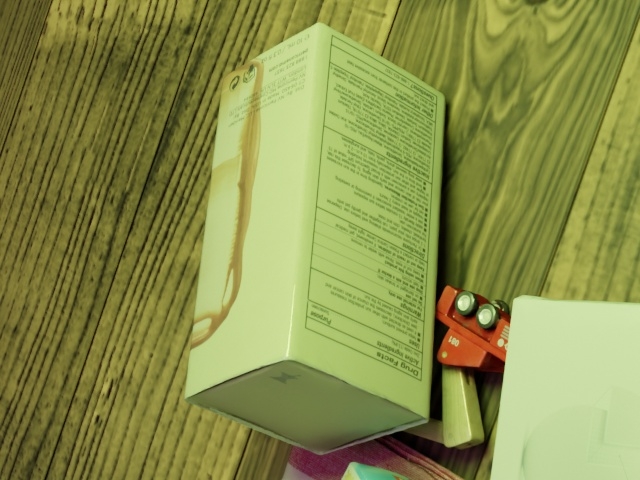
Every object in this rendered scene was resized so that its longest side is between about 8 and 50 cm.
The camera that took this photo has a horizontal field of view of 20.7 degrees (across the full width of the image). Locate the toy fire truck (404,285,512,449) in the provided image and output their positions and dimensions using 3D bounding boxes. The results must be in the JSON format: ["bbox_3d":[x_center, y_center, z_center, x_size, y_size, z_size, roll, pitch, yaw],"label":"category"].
[{"bbox_3d":[0.113,0.111,1.360,0.192,0.047,0.135,33,102,44],"label":"toy fire truck"}]

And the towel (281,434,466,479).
[{"bbox_3d":[0.012,0.317,1.413,0.237,0.037,0.329,25,97,45],"label":"towel"}]

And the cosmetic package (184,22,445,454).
[{"bbox_3d":[0.000,0.000,1.383,0.129,0.153,0.296,-25,49,42],"label":"cosmetic package"}]

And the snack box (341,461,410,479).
[{"bbox_3d":[0.003,0.348,1.303,0.322,0.060,0.187,-64,23,13],"label":"snack box"}]

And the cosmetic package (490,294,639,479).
[{"bbox_3d":[0.242,0.160,1.159,0.224,0.138,0.224,2,81,46],"label":"cosmetic package"}]
